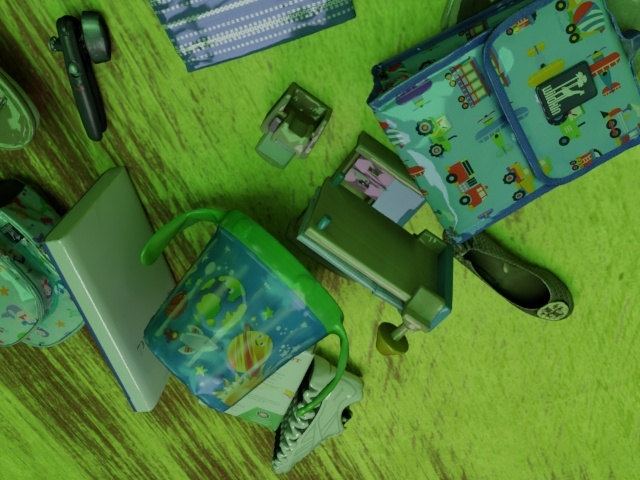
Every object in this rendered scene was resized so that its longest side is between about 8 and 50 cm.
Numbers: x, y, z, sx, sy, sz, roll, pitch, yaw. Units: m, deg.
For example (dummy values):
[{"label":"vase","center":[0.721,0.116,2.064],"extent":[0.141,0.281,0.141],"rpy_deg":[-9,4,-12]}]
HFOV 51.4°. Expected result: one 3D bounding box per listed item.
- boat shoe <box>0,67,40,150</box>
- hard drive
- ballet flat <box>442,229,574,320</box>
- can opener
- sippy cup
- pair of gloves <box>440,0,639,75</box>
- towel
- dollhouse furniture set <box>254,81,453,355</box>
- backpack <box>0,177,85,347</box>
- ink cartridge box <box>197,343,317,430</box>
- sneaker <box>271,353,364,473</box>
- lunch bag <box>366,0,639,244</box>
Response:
[{"label":"boat shoe","center":[-0.517,-0.246,0.922],"extent":[0.302,0.103,0.113],"rpy_deg":[38,109,-14]},{"label":"hard drive","center":[-0.296,0.075,1.029],"extent":[0.040,0.210,0.319],"rpy_deg":[-7,122,15]},{"label":"ballet flat","center":[0.282,0.054,0.999],"extent":[0.249,0.058,0.084],"rpy_deg":[37,123,-14]},{"label":"can opener","center":[-0.329,-0.224,0.928],"extent":[0.073,0.059,0.186],"rpy_deg":[7,124,5]},{"label":"sippy cup","center":[-0.122,0.112,0.958],"extent":[0.224,0.305,0.240],"rpy_deg":[-46,133,-10]},{"label":"pair of gloves","center":[0.266,-0.242,0.812],"extent":[0.240,0.042,0.204],"rpy_deg":[7,131,14]},{"label":"towel","center":[-0.119,-0.371,0.760],"extent":[0.243,0.040,0.336],"rpy_deg":[-15,133,11]},{"label":"dollhouse furniture set","center":[0.000,0.000,0.868],"extent":[0.286,0.303,0.198],"rpy_deg":[33,122,-12]},{"label":"backpack","center":[-0.483,0.058,1.078],"extent":[0.225,0.191,0.253],"rpy_deg":[-34,117,27]},{"label":"ink cartridge box","center":[-0.108,0.212,1.158],"extent":[0.154,0.093,0.212],"rpy_deg":[21,126,-4]},{"label":"sneaker","center":[-0.012,0.339,1.224],"extent":[0.118,0.110,0.292],"rpy_deg":[17,126,-11]},{"label":"lunch bag","center":[0.237,-0.166,0.794],"extent":[0.293,0.138,0.221],"rpy_deg":[-26,116,22]}]
